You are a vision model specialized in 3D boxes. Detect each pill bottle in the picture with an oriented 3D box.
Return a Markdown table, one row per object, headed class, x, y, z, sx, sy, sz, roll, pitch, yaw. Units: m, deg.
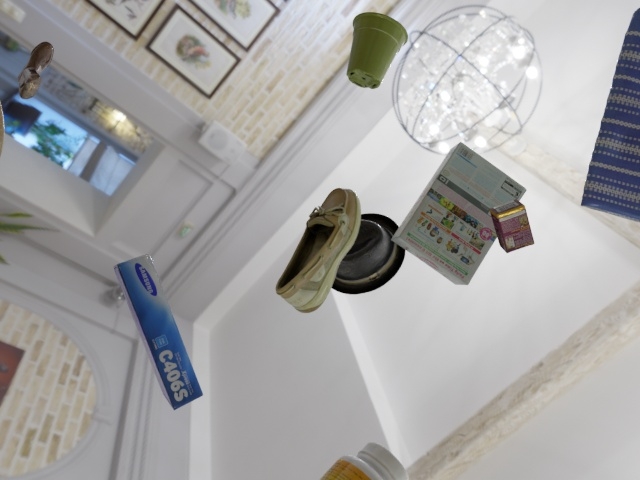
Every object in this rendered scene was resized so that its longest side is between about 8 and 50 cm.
| class | x | y | z | sx | sy | sz | roll | pitch | yaw |
| --- | --- | --- | --- | --- | --- | --- | --- | --- | --- |
| pill bottle | 0.031 | 0.399 | 0.697 | 0.215 | 0.117 | 0.117 | -36 | -163 | -32 |

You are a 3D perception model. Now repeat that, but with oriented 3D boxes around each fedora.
| class | x | y | z | sx | sy | sz | roll | pitch | yaw |
| --- | --- | --- | --- | --- | --- | --- | --- | --- | --- |
| fedora | 0.123 | 0.024 | 1.693 | 0.333 | 0.152 | 0.335 | -8 | -114 | 19 |

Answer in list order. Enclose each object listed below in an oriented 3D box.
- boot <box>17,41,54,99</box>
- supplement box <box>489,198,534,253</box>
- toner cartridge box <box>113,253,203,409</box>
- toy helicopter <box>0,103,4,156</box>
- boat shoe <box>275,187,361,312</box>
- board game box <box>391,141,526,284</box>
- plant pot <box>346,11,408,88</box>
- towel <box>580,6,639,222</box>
| class | x | y | z | sx | sy | sz | roll | pitch | yaw |
| --- | --- | --- | --- | --- | --- | --- | --- | --- | --- |
| boot | -0.552 | -0.331 | 0.942 | 0.106 | 0.037 | 0.114 | -53 | -139 | 8 |
| supplement box | 0.358 | -0.027 | 0.905 | 0.054 | 0.083 | 0.043 | -20 | -160 | 6 |
| toner cartridge box | -0.386 | 0.209 | 1.142 | 0.075 | 0.348 | 0.165 | -22 | -175 | -27 |
| toy helicopter | -0.426 | -0.096 | 0.328 | 0.140 | 0.354 | 0.235 | 18 | -67 | 50 |
| boat shoe | -0.002 | 0.000 | 0.521 | 0.056 | 0.048 | 0.153 | 3 | -120 | 45 |
| board game box | 0.365 | -0.068 | 1.286 | 0.304 | 0.224 | 0.097 | -56 | -177 | -7 |
| plant pot | 0.072 | -0.262 | 0.686 | 0.083 | 0.083 | 0.079 | 11 | -99 | 59 |
| towel | 0.564 | -0.181 | 0.739 | 0.040 | 0.243 | 0.336 | 37 | 70 | -81 |
